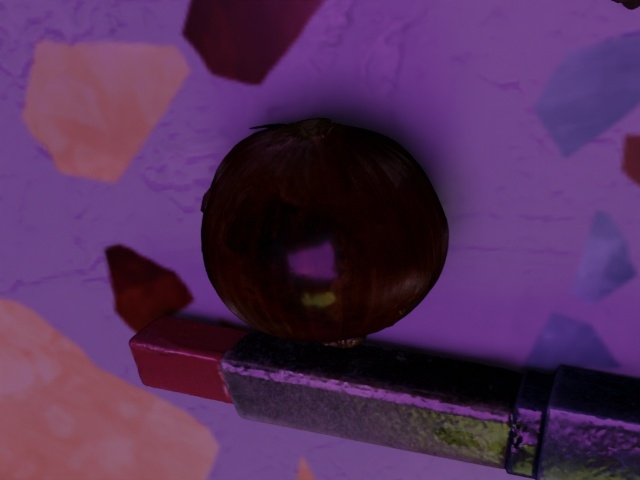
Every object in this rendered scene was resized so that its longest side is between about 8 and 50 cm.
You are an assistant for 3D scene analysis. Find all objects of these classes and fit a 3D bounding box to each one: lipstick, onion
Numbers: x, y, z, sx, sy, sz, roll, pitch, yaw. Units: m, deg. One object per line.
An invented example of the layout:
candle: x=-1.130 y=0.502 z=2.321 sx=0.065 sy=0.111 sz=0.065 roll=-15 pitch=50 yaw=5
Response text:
lipstick: x=0.058 y=0.082 z=0.819 sx=0.312 sy=0.051 sz=0.051 roll=10 pitch=116 yaw=11
onion: x=0.000 y=0.000 z=0.764 sx=0.117 sy=0.118 sz=0.119 roll=-14 pitch=109 yaw=14

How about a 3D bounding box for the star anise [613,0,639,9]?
star anise: x=0.132 y=-0.192 z=0.657 sx=0.209 sy=0.089 sz=0.231 roll=-15 pitch=121 yaw=11
